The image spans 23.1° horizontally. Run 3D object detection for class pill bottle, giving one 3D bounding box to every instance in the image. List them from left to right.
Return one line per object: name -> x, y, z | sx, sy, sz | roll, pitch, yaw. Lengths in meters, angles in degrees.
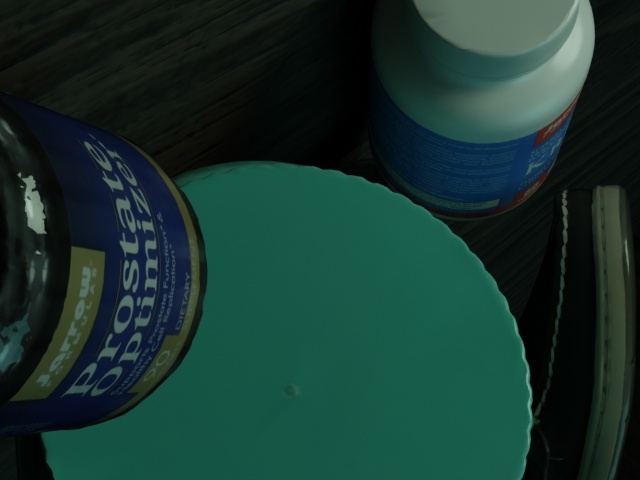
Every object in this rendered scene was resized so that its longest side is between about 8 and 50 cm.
pill bottle -> -0.126, 0.007, 0.521 | 0.123, 0.123, 0.219 | -48, 168, 6
pill bottle -> 0.089, -0.100, 0.891 | 0.124, 0.124, 0.221 | -44, 167, -11

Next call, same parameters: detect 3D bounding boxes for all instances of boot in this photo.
boot -> 0.050, 0.125, 1.033 | 0.138, 0.284, 0.377 | -69, 167, -60

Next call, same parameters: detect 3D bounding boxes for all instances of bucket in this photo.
bucket -> -0.025, 0.102, 0.824 | 0.281, 0.281, 0.183 | -42, 168, -20

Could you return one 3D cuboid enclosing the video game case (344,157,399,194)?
video game case -> 0.000, 0.000, 1.027 | 0.166, 0.015, 0.119 | -42, -162, -20
